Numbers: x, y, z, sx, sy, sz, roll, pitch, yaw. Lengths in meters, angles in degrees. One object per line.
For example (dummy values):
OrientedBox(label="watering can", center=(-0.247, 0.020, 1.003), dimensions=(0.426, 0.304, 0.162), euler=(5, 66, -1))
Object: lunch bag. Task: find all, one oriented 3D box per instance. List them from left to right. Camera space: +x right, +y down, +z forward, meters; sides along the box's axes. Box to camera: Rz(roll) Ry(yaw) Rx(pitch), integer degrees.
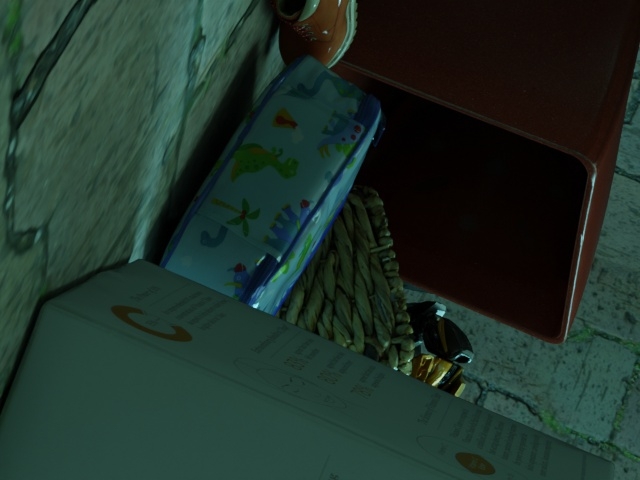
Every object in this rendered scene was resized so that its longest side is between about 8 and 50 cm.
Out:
OrientedBox(label="lunch bag", center=(-0.043, -0.016, 1.429), dimensions=(0.219, 0.090, 0.176), euler=(-58, 178, -29))

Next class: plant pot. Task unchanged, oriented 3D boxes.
OrientedBox(label="plant pot", center=(0.152, -0.115, 1.719), dimensions=(0.235, 0.267, 0.267), euler=(-57, 161, -31))

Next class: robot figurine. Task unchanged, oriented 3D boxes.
OrientedBox(label="robot figurine", center=(0.025, 0.143, 1.885), dimensions=(0.291, 0.085, 0.211), euler=(14, -96, 53))

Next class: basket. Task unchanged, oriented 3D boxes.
OrientedBox(label="basket", center=(-0.065, 0.088, 1.668), dimensions=(0.299, 0.223, 0.213), euler=(104, -22, -57))

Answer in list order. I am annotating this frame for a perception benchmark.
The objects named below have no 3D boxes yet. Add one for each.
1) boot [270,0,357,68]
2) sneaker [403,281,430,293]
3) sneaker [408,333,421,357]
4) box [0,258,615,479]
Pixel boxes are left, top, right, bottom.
OrientedBox(label="boot", center=(-0.011, -0.169, 1.412), dimensions=(0.084, 0.059, 0.158), euler=(-42, 162, -38))
OrientedBox(label="sneaker", center=(0.153, -0.132, 2.494), dimensions=(0.447, 0.169, 0.257), euler=(-85, -178, -59))
OrientedBox(label="sneaker", center=(0.029, 0.122, 2.125), dimensions=(0.106, 0.162, 0.281), euler=(-51, 178, 38))
OrientedBox(label="box", center=(-0.012, 0.162, 1.187), dimensions=(0.215, 0.345, 0.168), euler=(-33, 146, -79))
